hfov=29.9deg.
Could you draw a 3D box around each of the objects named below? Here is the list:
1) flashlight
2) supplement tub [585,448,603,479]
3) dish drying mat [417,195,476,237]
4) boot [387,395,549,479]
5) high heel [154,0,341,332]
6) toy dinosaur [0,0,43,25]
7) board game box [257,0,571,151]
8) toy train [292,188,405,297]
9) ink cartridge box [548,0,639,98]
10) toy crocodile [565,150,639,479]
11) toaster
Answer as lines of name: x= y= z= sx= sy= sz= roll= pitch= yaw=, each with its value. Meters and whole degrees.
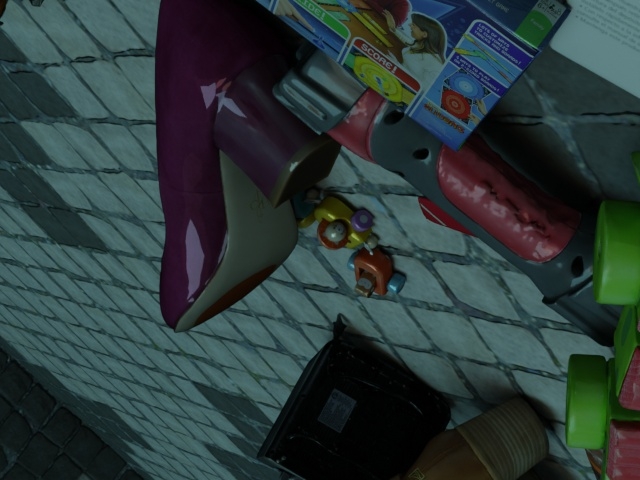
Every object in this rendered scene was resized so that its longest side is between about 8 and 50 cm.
flashlight: x=0.114 y=-0.047 z=0.820 sx=0.304 sy=0.103 sz=0.103 roll=37 pitch=-158 yaw=-8
supplement tub: x=0.276 y=0.177 z=0.993 sx=0.106 sy=0.106 sz=0.198 roll=18 pitch=152 yaw=38
dish drying mat: x=0.118 y=-0.015 z=0.980 sx=0.083 sy=0.008 sz=0.032 roll=21 pitch=152 yaw=34
boot: x=0.141 y=0.299 z=1.252 sx=0.109 sy=0.220 sz=0.283 roll=52 pitch=167 yaw=34
high heel: x=-0.101 y=-0.058 z=1.039 sx=0.181 sy=0.127 sz=0.377 roll=52 pitch=143 yaw=12
toy dinosaur: x=-0.324 y=-0.283 z=0.994 sx=0.218 sy=0.164 sz=0.322 roll=24 pitch=140 yaw=-6
board game box: x=0.027 y=-0.146 z=0.679 sx=0.201 sy=0.035 sz=0.136 roll=38 pitch=158 yaw=1
toy train: x=0.000 y=0.000 z=1.132 sx=0.166 sy=0.046 sz=0.125 roll=30 pitch=156 yaw=17
ink cartridge box: x=0.255 y=-0.106 z=0.539 sx=0.275 sy=0.060 sz=0.239 roll=33 pitch=156 yaw=12
toy crocodile: x=0.220 y=0.076 z=0.759 sx=0.115 sy=0.105 sz=0.340 roll=6 pitch=131 yaw=8
toaster: x=0.038 y=0.211 z=1.337 sx=0.168 sy=0.186 sz=0.110 roll=31 pitch=160 yaw=-5
